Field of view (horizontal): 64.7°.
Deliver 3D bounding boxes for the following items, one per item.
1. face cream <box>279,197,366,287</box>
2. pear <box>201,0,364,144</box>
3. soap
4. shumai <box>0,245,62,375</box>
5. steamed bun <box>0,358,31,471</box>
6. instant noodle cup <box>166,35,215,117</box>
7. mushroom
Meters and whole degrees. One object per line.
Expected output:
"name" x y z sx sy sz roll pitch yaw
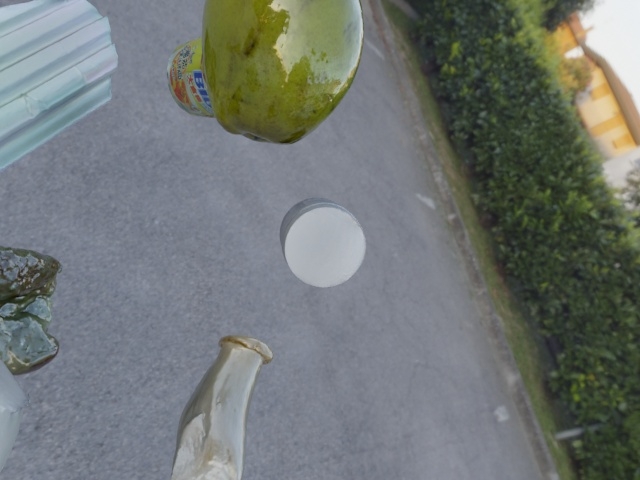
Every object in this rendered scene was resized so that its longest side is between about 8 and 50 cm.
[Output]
"face cream" 0.000 0.000 1.117 0.177 0.177 0.153 56 -1 -15
"pear" -0.062 -0.302 0.787 0.252 0.308 0.253 18 11 -4
"soap" -0.512 -0.291 0.881 0.208 0.115 0.347 38 55 -1
"shumai" -0.534 0.106 0.765 0.271 0.222 0.204 19 68 -42
"steamed bun" -0.449 0.181 0.425 0.309 0.309 0.310 42 34 -37
"instant noodle cup" -0.215 -0.350 1.073 0.204 0.152 0.205 -17 112 -50
"mushroom" -0.139 0.242 0.689 0.096 0.108 0.247 37 43 -25
